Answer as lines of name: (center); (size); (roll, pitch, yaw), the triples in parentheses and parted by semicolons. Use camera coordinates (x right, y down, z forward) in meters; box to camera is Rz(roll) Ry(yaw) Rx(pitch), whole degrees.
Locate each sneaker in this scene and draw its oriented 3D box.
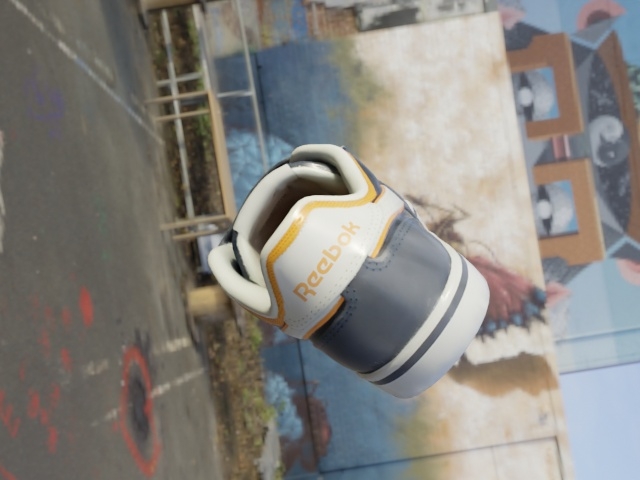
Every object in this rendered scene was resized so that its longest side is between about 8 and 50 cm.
sneaker: (0.000, 0.000, 0.585); (0.126, 0.127, 0.321); (-55, -167, -3)
